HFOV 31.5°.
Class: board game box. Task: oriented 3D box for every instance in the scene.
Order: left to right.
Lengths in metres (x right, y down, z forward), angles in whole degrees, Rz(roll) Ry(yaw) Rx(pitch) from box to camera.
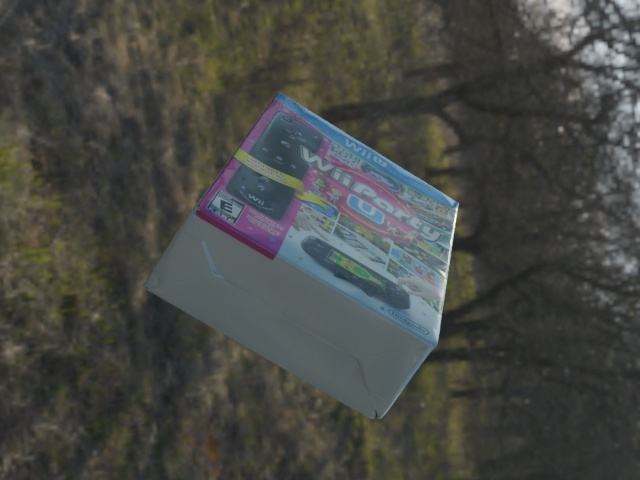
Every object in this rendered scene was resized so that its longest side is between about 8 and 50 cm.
[{"bbox_3d":[0.000,0.000,1.030,0.097,0.224,0.303,-57,-175,25],"label":"board game box"}]
